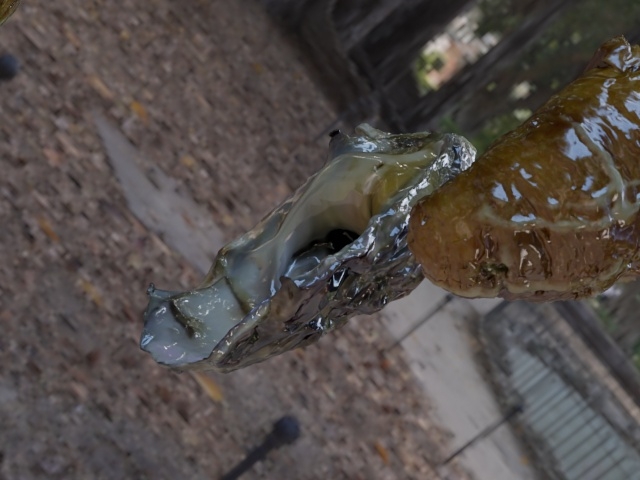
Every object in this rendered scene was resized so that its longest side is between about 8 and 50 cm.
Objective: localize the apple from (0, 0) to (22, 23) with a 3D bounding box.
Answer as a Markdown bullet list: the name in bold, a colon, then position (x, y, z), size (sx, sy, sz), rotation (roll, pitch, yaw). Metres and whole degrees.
- **apple**: position (-0.266, -0.194, 0.929), size (0.102, 0.114, 0.099), rotation (44, -17, -17)

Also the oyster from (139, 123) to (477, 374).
- **oyster**: position (0.004, 0.010, 0.866), size (0.275, 0.271, 0.100), rotation (-116, -174, -69)

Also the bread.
- **bread**: position (0.137, -0.032, 0.535), size (0.233, 0.105, 0.076), rotation (-29, 58, -35)
